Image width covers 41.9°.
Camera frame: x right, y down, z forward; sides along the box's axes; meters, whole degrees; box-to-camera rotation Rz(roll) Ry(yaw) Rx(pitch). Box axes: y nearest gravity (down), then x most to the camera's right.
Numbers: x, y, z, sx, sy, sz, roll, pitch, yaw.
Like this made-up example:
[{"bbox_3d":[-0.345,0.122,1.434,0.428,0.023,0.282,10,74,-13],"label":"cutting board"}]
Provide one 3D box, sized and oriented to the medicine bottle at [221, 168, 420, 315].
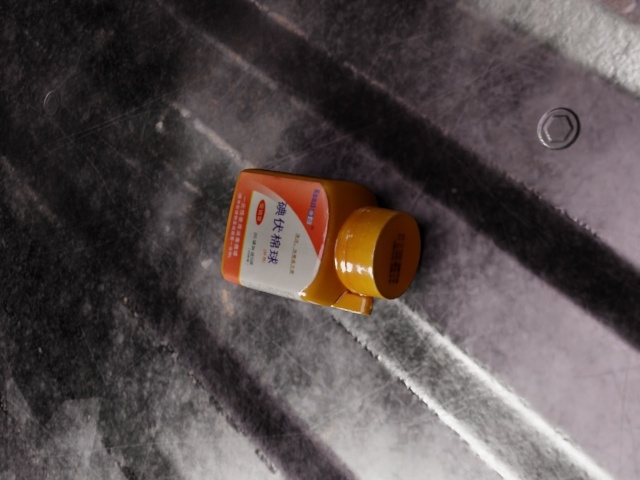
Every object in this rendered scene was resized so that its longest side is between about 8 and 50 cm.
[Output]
[{"bbox_3d":[-0.001,0.000,1.000,0.222,0.112,0.149,11,91,36],"label":"medicine bottle"}]
